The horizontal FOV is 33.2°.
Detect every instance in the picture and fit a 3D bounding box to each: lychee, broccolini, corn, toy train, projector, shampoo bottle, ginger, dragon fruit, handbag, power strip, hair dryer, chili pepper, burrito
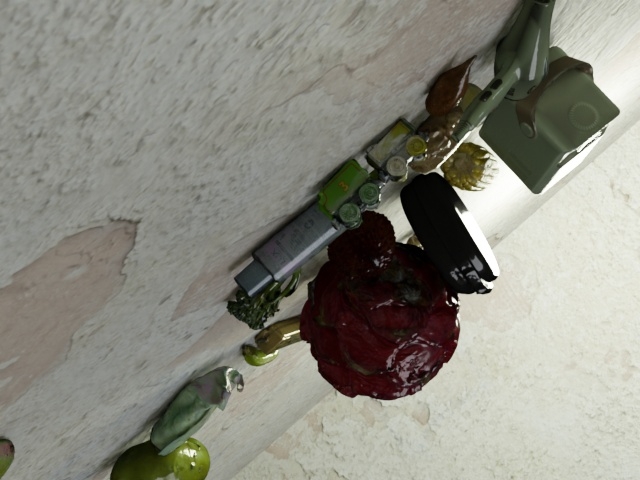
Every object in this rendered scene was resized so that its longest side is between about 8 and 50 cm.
[{"bbox_3d":[0.078,0.009,1.905,0.129,0.123,0.123,-46,170,-15],"label":"lychee"},{"bbox_3d":[-0.004,-0.004,1.766,0.392,0.074,0.079,-44,126,11],"label":"broccolini"},{"bbox_3d":[0.296,-0.140,2.076,0.093,0.093,0.244,-43,168,15],"label":"corn"},{"bbox_3d":[0.079,-0.101,1.611,0.202,0.081,0.060,-45,170,-9],"label":"toy train"},{"bbox_3d":[0.414,-0.219,1.951,0.163,0.177,0.242,-37,167,-20],"label":"projector"},{"bbox_3d":[-0.039,0.007,1.657,0.214,0.072,0.072,-39,168,-7],"label":"shampoo bottle"},{"bbox_3d":[0.189,-0.167,1.723,0.137,0.074,0.213,-29,170,-41],"label":"ginger"},{"bbox_3d":[0.119,0.149,2.075,0.329,0.329,0.329,-38,168,-10],"label":"dragon fruit"},{"bbox_3d":[0.246,-0.007,2.031,0.093,0.253,0.308,-30,169,12],"label":"handbag"},{"bbox_3d":[-0.063,0.200,2.330,0.064,0.044,0.305,-43,167,19],"label":"power strip"},{"bbox_3d":[0.279,-0.269,1.573,0.225,0.088,0.219,-39,155,-43],"label":"hair dryer"},{"bbox_3d":[-0.135,0.246,2.285,0.049,0.043,0.208,-30,170,13],"label":"chili pepper"},{"bbox_3d":[-0.249,0.333,2.155,0.229,0.089,0.144,-45,-179,28],"label":"burrito"}]

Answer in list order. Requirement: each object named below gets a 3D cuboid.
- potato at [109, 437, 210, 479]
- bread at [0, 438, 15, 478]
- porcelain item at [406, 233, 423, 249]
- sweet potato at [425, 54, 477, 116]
[{"bbox_3d":[-0.335,0.490,2.272,0.186,0.148,0.253,-20,175,36],"label":"potato"},{"bbox_3d":[-0.535,0.367,1.539,0.228,0.033,0.228,-36,167,-10],"label":"bread"},{"bbox_3d":[0.267,-0.017,2.517,0.213,0.054,0.084,-28,160,-47],"label":"porcelain item"},{"bbox_3d":[0.196,-0.230,1.564,0.049,0.049,0.117,-28,163,-43],"label":"sweet potato"}]
